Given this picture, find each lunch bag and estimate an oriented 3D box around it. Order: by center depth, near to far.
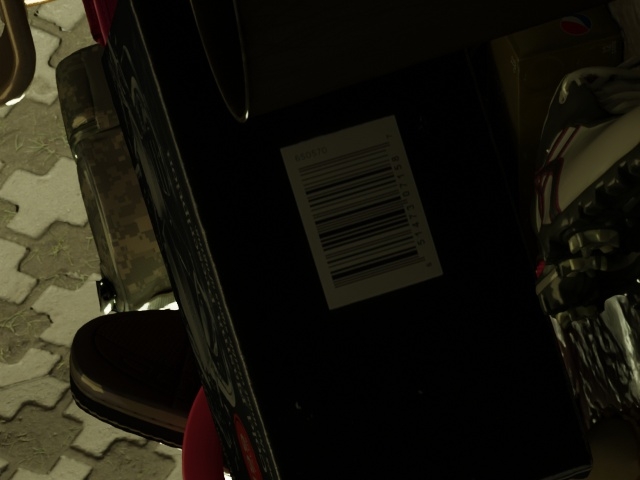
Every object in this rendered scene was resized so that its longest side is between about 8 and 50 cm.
[{"bbox_3d":[-0.095,-0.073,1.951,0.212,0.305,0.256,84,170,-66],"label":"lunch bag"}]

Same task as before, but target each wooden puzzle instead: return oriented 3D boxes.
[{"bbox_3d":[-0.249,-0.297,1.544,0.322,0.080,0.347,-132,33,-74],"label":"wooden puzzle"}]

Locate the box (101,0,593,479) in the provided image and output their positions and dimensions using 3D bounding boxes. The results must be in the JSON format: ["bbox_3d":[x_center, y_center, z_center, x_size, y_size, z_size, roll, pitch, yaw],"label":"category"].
[{"bbox_3d":[0.000,0.000,1.236,0.312,0.179,0.343,155,98,-82],"label":"box"}]

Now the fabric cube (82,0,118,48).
[{"bbox_3d":[-0.078,-0.302,1.515,0.259,0.258,0.254,-139,34,-78],"label":"fabric cube"}]

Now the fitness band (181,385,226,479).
[{"bbox_3d":[0.043,0.155,1.439,0.054,0.291,0.209,-23,-68,-80],"label":"fitness band"}]

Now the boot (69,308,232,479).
[{"bbox_3d":[-0.049,0.218,1.630,0.138,0.377,0.284,-96,23,-52],"label":"boot"}]

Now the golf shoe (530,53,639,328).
[{"bbox_3d":[0.144,-0.039,0.963,0.273,0.105,0.120,106,155,-76],"label":"golf shoe"}]

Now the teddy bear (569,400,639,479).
[{"bbox_3d":[0.196,0.254,1.245,0.245,0.113,0.338,-130,32,-58],"label":"teddy bear"}]

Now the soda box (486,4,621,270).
[{"bbox_3d":[0.133,-0.064,1.145,0.181,0.061,0.058,83,170,-48],"label":"soda box"}]

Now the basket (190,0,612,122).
[{"bbox_3d":[0.053,-0.156,0.902,0.204,0.227,0.154,-178,74,-82],"label":"basket"}]

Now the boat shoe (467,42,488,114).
[{"bbox_3d":[0.106,-0.109,1.206,0.219,0.078,0.070,89,165,-58],"label":"boat shoe"}]
